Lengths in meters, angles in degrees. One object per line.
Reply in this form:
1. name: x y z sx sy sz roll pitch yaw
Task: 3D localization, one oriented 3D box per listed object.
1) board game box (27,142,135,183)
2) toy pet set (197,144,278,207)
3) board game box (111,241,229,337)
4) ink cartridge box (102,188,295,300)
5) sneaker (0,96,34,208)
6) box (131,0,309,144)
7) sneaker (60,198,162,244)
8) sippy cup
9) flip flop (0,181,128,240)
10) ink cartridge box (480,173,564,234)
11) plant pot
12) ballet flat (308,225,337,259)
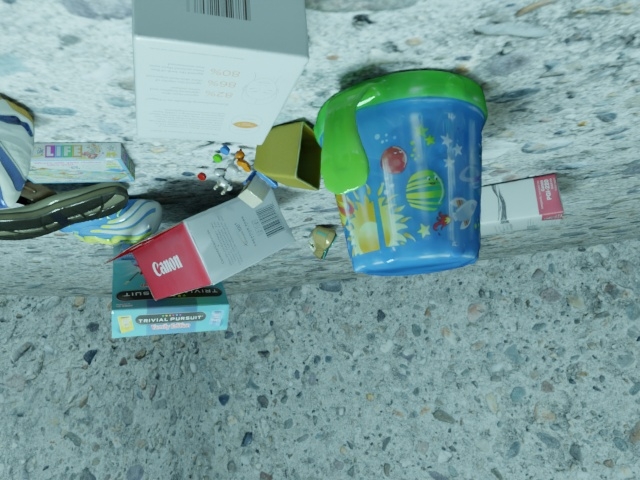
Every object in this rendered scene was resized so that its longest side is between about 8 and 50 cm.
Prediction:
1. board game box: -0.371 -0.116 0.735 0.154 0.026 0.103 -2 169 -10
2. toy pet set: -0.126 -0.117 0.810 0.114 0.065 0.122 38 148 -19
3. board game box: -0.387 0.101 1.222 0.253 0.079 0.336 -1 -152 -23
4. ink cartridge box: -0.256 0.026 0.990 0.271 0.130 0.309 -28 -174 -38
5. sneaker: -0.431 -0.109 0.477 0.111 0.131 0.296 -9 167 31
6. box: -0.098 -0.163 0.433 0.130 0.091 0.170 -1 168 -21
7. sneaker: -0.427 -0.039 0.945 0.240 0.091 0.126 -11 166 28
8. sippy cup: 0.116 -0.070 0.657 0.305 0.224 0.240 0 168 -21
9. flip flop: -0.483 -0.067 0.846 0.277 0.080 0.112 -18 167 -14
10. ink cartridge box: 0.429 -0.073 1.117 0.217 0.092 0.158 -11 168 21
11. plant pot: -0.050 -0.122 0.713 0.083 0.082 0.081 5 174 25
12. ballet flat: 0.000 0.000 1.427 0.073 0.080 0.232 24 165 0
